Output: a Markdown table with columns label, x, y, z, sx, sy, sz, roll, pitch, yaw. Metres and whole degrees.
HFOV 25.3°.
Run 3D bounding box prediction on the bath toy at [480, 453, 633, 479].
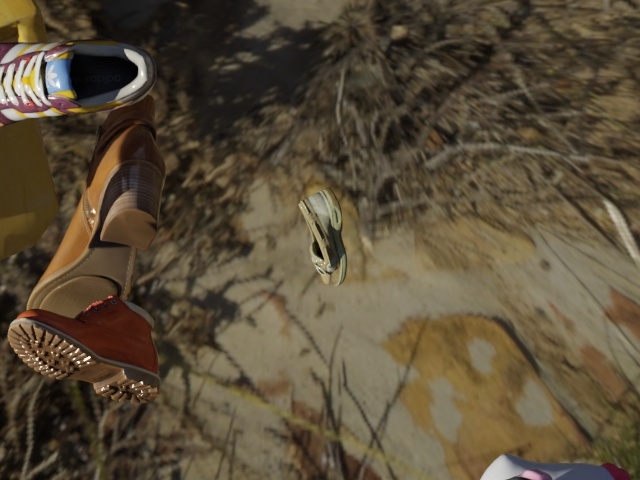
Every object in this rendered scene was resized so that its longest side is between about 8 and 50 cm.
| label | x | y | z | sx | sy | sz | roll | pitch | yaw |
| --- | --- | --- | --- | --- | --- | --- | --- | --- | --- |
| bath toy | 0.179 | 0.227 | 1.031 | 0.129 | 0.348 | 0.151 | -19 | 87 | 9 |

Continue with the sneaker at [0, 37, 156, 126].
| label | x | y | z | sx | sy | sz | roll | pitch | yaw |
| --- | --- | --- | --- | --- | --- | --- | --- | --- | --- |
| sneaker | -0.220 | -0.126 | 1.106 | 0.185 | 0.084 | 0.070 | -11 | 94 | -9 |

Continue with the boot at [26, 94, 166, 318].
| label | x | y | z | sx | sy | sz | roll | pitch | yaw |
| --- | --- | --- | --- | --- | --- | --- | --- | --- | --- |
| boot | -0.281 | -0.036 | 1.794 | 0.109 | 0.220 | 0.283 | 16 | 133 | -22 |

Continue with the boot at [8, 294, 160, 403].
| label | x | y | z | sx | sy | sz | roll | pitch | yaw |
| --- | --- | --- | --- | --- | --- | --- | --- | --- | --- |
| boot | -0.204 | 0.080 | 1.242 | 0.059 | 0.158 | 0.085 | -20 | 56 | 34 |

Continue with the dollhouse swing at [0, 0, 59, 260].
| label | x | y | z | sx | sy | sz | roll | pitch | yaw |
| --- | --- | --- | --- | --- | --- | --- | --- | --- | --- |
| dollhouse swing | -0.484 | -0.147 | 1.539 | 0.346 | 0.305 | 0.315 | -25 | 63 | -20 |

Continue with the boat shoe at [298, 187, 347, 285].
| label | x | y | z | sx | sy | sz | roll | pitch | yaw |
| --- | --- | --- | --- | --- | --- | --- | --- | --- | --- |
| boat shoe | 0.001 | 0.001 | 1.751 | 0.048 | 0.056 | 0.153 | -20 | 141 | -14 |
